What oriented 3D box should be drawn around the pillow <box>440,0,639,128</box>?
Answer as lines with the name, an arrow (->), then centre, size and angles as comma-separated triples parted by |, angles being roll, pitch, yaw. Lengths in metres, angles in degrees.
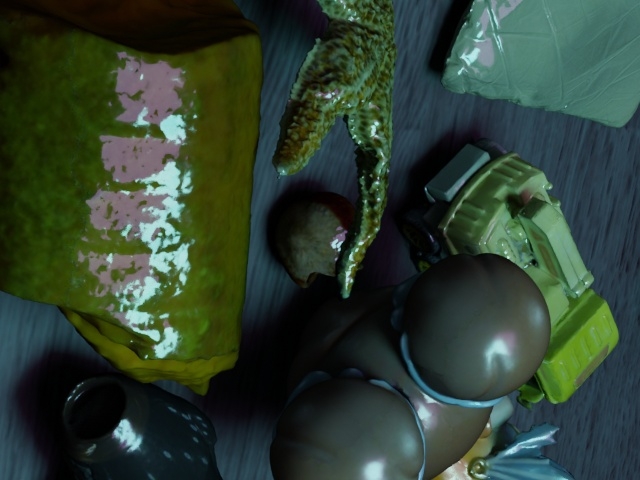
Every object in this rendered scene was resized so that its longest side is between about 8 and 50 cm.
pillow -> 0.248, -0.251, 1.608 | 0.274, 0.076, 0.280 | 7, 111, -42

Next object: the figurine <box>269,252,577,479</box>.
figurine -> 0.101, 0.190, 1.566 | 0.276, 0.248, 0.388 | -45, 129, -13

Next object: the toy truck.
toy truck -> 0.191, 0.037, 1.636 | 0.124, 0.157, 0.272 | -44, 133, -18

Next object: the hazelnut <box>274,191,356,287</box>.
hazelnut -> 0.000, 0.000, 1.505 | 0.086, 0.086, 0.086 | -20, 123, -35

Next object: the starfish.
starfish -> 0.011, -0.159, 1.308 | 0.358, 0.078, 0.347 | 73, 20, -46

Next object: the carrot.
carrot -> -0.162, -0.043, 1.216 | 0.241, 0.241, 0.340 | -5, 109, -41

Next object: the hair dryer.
hair dryer -> -0.222, 0.276, 1.446 | 0.359, 0.120, 0.303 | -39, 147, -9
